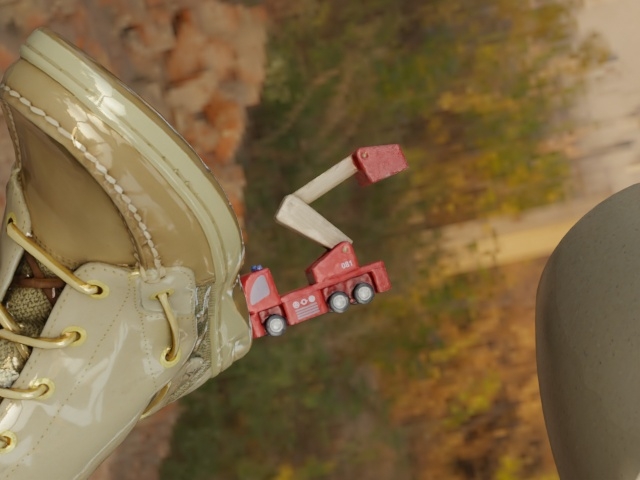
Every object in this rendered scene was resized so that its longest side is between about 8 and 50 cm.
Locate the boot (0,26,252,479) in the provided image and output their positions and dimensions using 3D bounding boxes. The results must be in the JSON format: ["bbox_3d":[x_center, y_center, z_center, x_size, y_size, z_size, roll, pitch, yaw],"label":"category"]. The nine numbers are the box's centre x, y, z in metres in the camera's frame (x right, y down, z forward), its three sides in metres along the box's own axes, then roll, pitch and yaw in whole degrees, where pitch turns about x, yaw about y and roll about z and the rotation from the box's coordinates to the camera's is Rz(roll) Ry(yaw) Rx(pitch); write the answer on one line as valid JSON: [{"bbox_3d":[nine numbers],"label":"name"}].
[{"bbox_3d":[-0.133,0.045,0.709,0.095,0.203,0.262,42,-16,20],"label":"boot"}]

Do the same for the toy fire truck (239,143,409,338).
[{"bbox_3d":[0.000,0.000,1.552,0.047,0.192,0.135,165,-95,-78],"label":"toy fire truck"}]

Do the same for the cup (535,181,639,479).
[{"bbox_3d":[0.292,0.086,1.265,0.237,0.331,0.331,55,-8,42],"label":"cup"}]
